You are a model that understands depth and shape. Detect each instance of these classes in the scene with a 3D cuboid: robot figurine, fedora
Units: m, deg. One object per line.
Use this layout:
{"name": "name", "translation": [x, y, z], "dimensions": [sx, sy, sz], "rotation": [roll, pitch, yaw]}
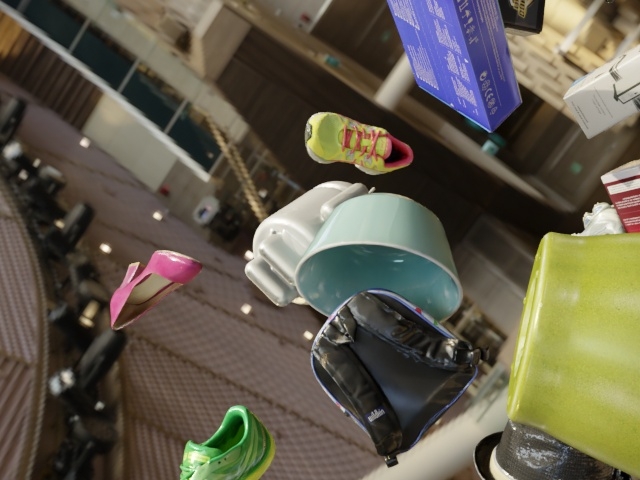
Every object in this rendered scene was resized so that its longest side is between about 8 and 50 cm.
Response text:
{"name": "robot figurine", "translation": [0.000, 0.000, 2.147], "dimensions": [0.200, 0.300, 0.353], "rotation": [47, -137, 8]}
{"name": "fedora", "translation": [0.493, 0.433, 2.145], "dimensions": [0.333, 0.153, 0.334], "rotation": [6, -156, -3]}

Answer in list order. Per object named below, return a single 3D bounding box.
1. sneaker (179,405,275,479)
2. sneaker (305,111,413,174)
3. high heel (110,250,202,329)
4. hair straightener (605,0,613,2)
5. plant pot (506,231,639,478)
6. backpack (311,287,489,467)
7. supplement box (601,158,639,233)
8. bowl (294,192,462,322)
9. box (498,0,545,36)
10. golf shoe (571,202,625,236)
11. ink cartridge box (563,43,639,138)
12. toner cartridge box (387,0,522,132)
{"name": "sneaker", "translation": [-0.180, 0.358, 1.502], "dimensions": [0.295, 0.109, 0.124], "rotation": [-53, -50, -41]}
{"name": "sneaker", "translation": [0.064, -0.154, 1.613], "dimensions": [0.208, 0.082, 0.094], "rotation": [9, 176, -44]}
{"name": "high heel", "translation": [-0.278, 0.086, 1.709], "dimensions": [0.082, 0.117, 0.244], "rotation": [29, 156, -34]}
{"name": "hair straightener", "translation": [0.470, -0.480, 1.942], "dimensions": [0.230, 0.047, 0.089], "rotation": [9, -173, -24]}
{"name": "plant pot", "translation": [0.416, 0.140, 1.239], "dimensions": [0.352, 0.367, 0.366], "rotation": [11, -170, 9]}
{"name": "backpack", "translation": [0.120, 0.215, 1.866], "dimensions": [0.263, 0.276, 0.213], "rotation": [43, 178, -4]}
{"name": "supplement box", "translation": [0.549, -0.014, 1.632], "dimensions": [0.240, 0.073, 0.130], "rotation": [66, 168, -2]}
{"name": "bowl", "translation": [0.116, 0.025, 1.927], "dimensions": [0.311, 0.311, 0.163], "rotation": [28, -126, -27]}
{"name": "box", "translation": [0.322, -0.579, 2.062], "dimensions": [0.293, 0.296, 0.073], "rotation": [7, -179, -25]}
{"name": "golf shoe", "translation": [0.466, 0.020, 1.775], "dimensions": [0.069, 0.176, 0.086], "rotation": [5, -136, -17]}
{"name": "ink cartridge box", "translation": [0.516, -0.265, 1.690], "dimensions": [0.086, 0.203, 0.148], "rotation": [57, -152, -5]}
{"name": "toner cartridge box", "translation": [0.181, -0.311, 1.474], "dimensions": [0.165, 0.075, 0.348], "rotation": [41, 171, 33]}
